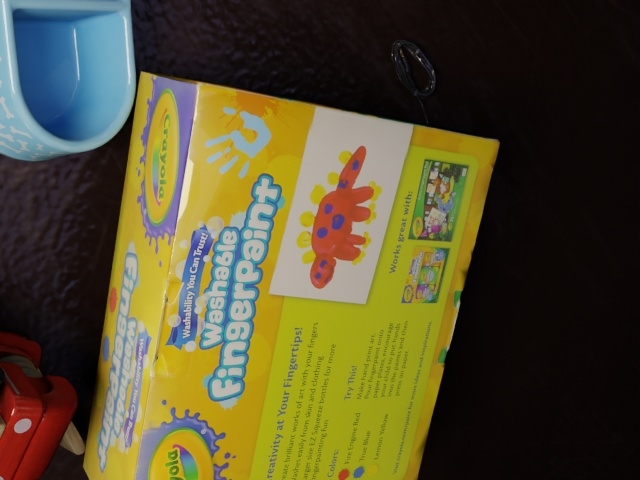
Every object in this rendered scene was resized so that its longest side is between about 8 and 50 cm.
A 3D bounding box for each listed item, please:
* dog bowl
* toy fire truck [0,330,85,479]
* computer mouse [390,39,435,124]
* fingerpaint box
[{"bbox_3d":[-0.250,-0.218,0.668,0.166,0.074,0.297,-21,117,-52],"label":"dog bowl"},{"bbox_3d":[-0.307,0.164,0.716,0.246,0.217,0.159,20,100,-49],"label":"toy fire truck"},{"bbox_3d":[0.136,-0.152,0.975,0.071,0.041,0.242,-24,108,-21],"label":"computer mouse"},{"bbox_3d":[-0.035,0.070,0.803,0.371,0.163,0.445,3,104,-34],"label":"fingerpaint box"}]
